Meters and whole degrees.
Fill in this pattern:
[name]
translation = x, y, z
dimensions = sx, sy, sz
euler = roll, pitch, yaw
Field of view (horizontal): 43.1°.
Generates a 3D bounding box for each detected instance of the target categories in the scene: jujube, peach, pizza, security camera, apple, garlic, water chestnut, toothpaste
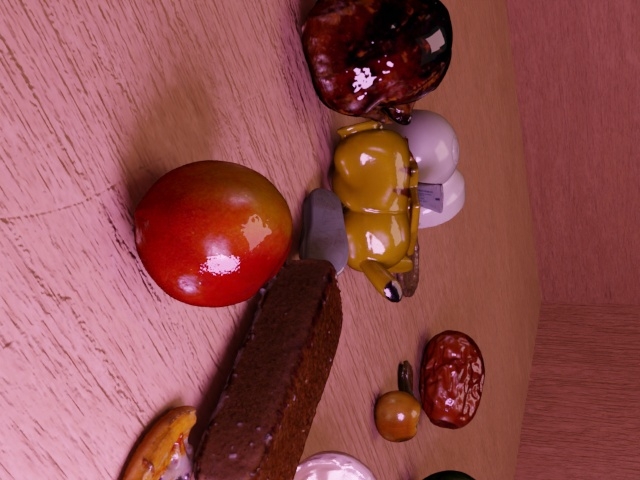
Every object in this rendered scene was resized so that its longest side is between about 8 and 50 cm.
[jujube]
translation = 0.343, 0.361, 2.115
dimensions = 0.174, 0.174, 0.250
euler = 52, 42, -56
[peach]
translation = -0.135, -0.009, 0.973
dimensions = 0.197, 0.197, 0.197
euler = 1, 90, -67
[pizza]
translation = -0.195, 0.318, 1.012
dimensions = 0.184, 0.036, 0.176
euler = -48, 134, -57
[security camera]
translation = 0.207, -0.168, 1.752
dimensions = 0.194, 0.195, 0.236
euler = -65, 145, -44
[apple]
translation = 0.172, 0.390, 1.793
dimensions = 0.099, 0.102, 0.114
euler = 12, 80, -68
[garlic]
translation = 0.029, 0.497, 1.347
dimensions = 0.185, 0.203, 0.281
euler = 79, 14, -73
[water chestnut]
translation = 0.095, -0.335, 1.420
dimensions = 0.289, 0.289, 0.244
euler = -55, 171, -53
[toothpaste]
translation = 0.169, -0.100, 1.643
dimensions = 0.038, 0.233, 0.060
euler = -16, 110, -31

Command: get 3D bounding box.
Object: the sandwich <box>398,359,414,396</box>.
[sandwich]
translation = 0.212, 0.339, 1.980
dimensions = 0.069, 0.026, 0.101
euler = -20, 109, -64

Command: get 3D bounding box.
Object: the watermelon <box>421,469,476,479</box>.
[watermelon]
translation = 0.316, 0.687, 1.976
dimensions = 0.242, 0.242, 0.242
euler = 1, 90, -67

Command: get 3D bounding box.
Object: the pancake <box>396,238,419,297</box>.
[pancake]
translation = 0.214, 0.043, 1.985
dimensions = 0.199, 0.021, 0.199
euler = 0, 90, -68

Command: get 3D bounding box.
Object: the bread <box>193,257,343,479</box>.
[bread]
translation = -0.067, 0.217, 1.194
dimensions = 0.416, 0.113, 0.165
euler = -68, 155, -45

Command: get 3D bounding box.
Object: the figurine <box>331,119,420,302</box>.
[figurine]
translation = 0.108, -0.060, 1.540
dimensions = 0.218, 0.169, 0.326
euler = -13, 105, -75

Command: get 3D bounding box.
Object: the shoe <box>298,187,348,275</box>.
[shoe]
translation = 0.000, 0.000, 1.401
dimensions = 0.078, 0.079, 0.195
euler = 118, -23, -50
